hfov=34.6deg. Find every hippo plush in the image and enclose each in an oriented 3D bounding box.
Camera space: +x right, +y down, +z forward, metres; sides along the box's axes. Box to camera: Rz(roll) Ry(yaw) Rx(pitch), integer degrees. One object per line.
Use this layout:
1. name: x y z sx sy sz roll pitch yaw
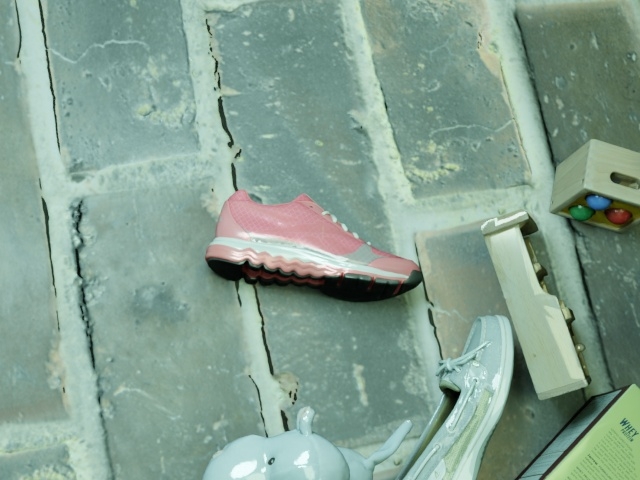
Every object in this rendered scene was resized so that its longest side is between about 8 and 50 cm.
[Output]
1. hippo plush: -0.024 0.338 1.265 0.294 0.236 0.234 -7 71 5

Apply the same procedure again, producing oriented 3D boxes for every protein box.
1. protein box: 0.416 0.347 1.441 0.201 0.136 0.200 -41 85 -18

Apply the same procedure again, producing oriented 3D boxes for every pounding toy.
1. pounding toy: 0.471 -0.078 1.535 0.181 0.206 0.094 16 72 -7

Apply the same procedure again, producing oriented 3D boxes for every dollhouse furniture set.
1. dollhouse furniture set: 0.459 0.039 1.434 0.394 0.362 0.256 -20 80 14

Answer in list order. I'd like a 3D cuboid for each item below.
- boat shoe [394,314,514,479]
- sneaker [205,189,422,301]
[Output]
1. boat shoe: 0.184 0.245 1.435 0.103 0.118 0.320 23 79 -4
2. sneaker: 0.000 0.000 1.464 0.313 0.116 0.136 10 71 -9
